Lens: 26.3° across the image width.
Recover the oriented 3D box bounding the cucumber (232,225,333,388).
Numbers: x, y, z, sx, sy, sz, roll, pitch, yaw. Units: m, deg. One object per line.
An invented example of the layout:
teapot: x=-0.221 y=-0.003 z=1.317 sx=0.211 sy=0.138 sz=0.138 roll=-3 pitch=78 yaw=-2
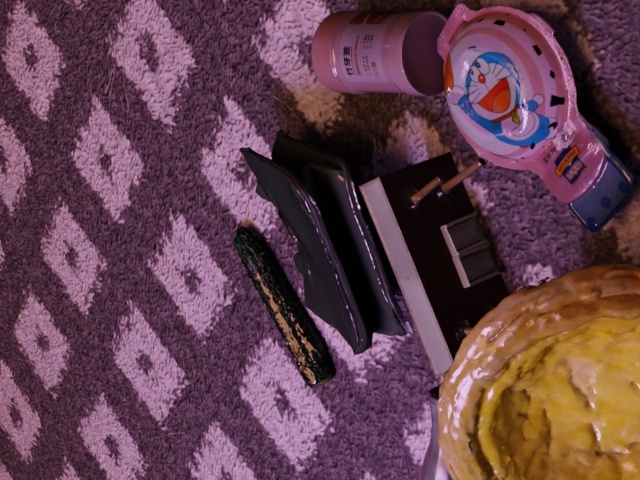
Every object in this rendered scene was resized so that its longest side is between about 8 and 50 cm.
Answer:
cucumber: x=-0.055 y=0.088 z=1.922 sx=0.044 sy=0.043 sz=0.257 roll=-41 pitch=74 yaw=45

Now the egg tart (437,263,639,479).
egg tart: x=0.287 y=0.151 z=1.409 sx=0.345 sy=0.132 sz=0.345 roll=2 pitch=121 yaw=4

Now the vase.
vase: x=0.160 y=0.289 z=1.733 sx=0.086 sy=0.086 sz=0.214 roll=20 pitch=117 yaw=43

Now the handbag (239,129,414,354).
handbag: x=0.002 y=-0.001 z=1.714 sx=0.260 sy=0.079 sz=0.248 roll=35 pitch=148 yaw=66

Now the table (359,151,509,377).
table: x=0.162 y=0.018 z=1.570 sx=0.111 sy=0.121 sz=0.240 roll=-24 pitch=89 yaw=52

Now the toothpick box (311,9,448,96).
toothpick box: x=0.074 y=-0.217 z=1.585 sx=0.149 sy=0.098 sz=0.098 roll=10 pitch=114 yaw=46

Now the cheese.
cheese: x=0.224 y=-0.136 z=1.465 sx=0.286 sy=0.074 sz=0.189 roll=52 pitch=140 yaw=18
